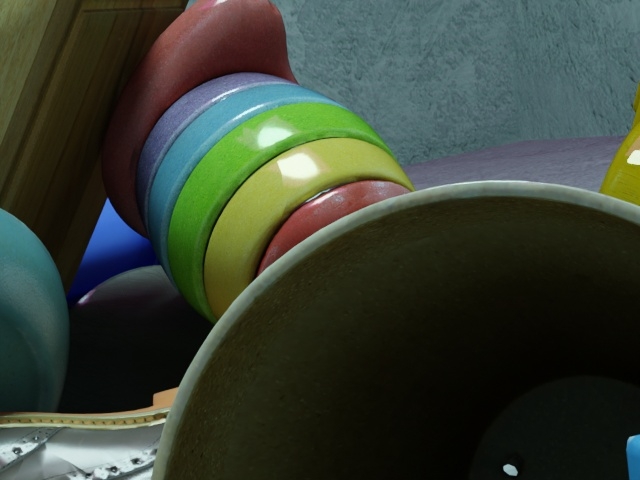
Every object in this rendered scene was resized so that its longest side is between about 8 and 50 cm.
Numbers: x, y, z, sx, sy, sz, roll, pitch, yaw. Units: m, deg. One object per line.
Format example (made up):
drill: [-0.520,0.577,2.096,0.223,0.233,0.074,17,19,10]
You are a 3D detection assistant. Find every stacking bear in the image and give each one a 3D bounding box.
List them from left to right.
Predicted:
stacking bear: [0.000,0.000,0.907,0.164,0.175,0.289,-41,43,-5]

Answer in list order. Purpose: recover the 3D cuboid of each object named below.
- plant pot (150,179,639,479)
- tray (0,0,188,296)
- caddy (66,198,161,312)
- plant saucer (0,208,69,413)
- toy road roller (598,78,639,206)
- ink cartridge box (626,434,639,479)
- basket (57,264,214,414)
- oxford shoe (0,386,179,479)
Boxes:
plant pot: [0.090,0.108,0.609,0.237,0.237,0.254,-7,-6,16]
tray: [-0.214,0.015,0.981,0.076,0.411,0.203,25,14,8]
caddy: [-0.250,0.059,1.249,0.341,0.241,0.179,-4,15,39]
plant saucer: [-0.258,0.114,0.808,0.317,0.317,0.044,-15,45,-40]
toy road roller: [0.349,-0.083,1.309,0.202,0.329,0.240,21,22,24]
ink cartridge box: [0.128,0.140,0.315,0.082,0.191,0.139,-8,7,-8]
basket: [-0.041,0.099,1.058,0.227,0.154,0.204,2,10,41]
oxford shoe: [-0.128,0.157,0.791,0.363,0.130,0.133,-17,21,-23]
